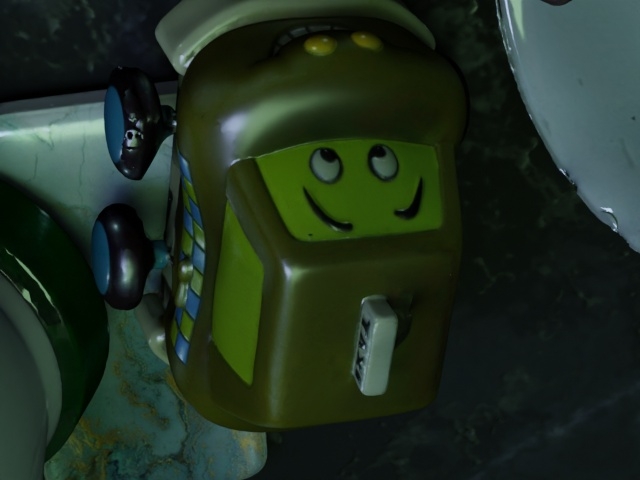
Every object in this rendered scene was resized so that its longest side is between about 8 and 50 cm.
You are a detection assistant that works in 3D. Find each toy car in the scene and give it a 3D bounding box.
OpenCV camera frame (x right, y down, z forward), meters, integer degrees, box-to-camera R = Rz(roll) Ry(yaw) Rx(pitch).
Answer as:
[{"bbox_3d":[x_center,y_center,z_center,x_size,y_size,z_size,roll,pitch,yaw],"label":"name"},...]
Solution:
[{"bbox_3d":[0.000,0.000,0.987,0.204,0.198,0.247,-5,122,-20],"label":"toy car"}]

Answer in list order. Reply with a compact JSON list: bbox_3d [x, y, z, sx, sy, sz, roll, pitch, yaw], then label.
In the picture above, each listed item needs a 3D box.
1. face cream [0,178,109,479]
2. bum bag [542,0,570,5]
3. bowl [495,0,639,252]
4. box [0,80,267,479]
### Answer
[{"bbox_3d":[-0.264,0.129,0.963,0.220,0.357,0.312,4,124,16],"label":"face cream"},{"bbox_3d":[0.070,-0.190,0.952,0.159,0.026,0.109,26,123,22],"label":"bum bag"},{"bbox_3d":[0.265,-0.143,0.931,0.346,0.157,0.345,18,118,38],"label":"bowl"},{"bbox_3d":[-0.115,0.037,1.126,0.142,0.044,0.285,-8,124,-3],"label":"box"}]
